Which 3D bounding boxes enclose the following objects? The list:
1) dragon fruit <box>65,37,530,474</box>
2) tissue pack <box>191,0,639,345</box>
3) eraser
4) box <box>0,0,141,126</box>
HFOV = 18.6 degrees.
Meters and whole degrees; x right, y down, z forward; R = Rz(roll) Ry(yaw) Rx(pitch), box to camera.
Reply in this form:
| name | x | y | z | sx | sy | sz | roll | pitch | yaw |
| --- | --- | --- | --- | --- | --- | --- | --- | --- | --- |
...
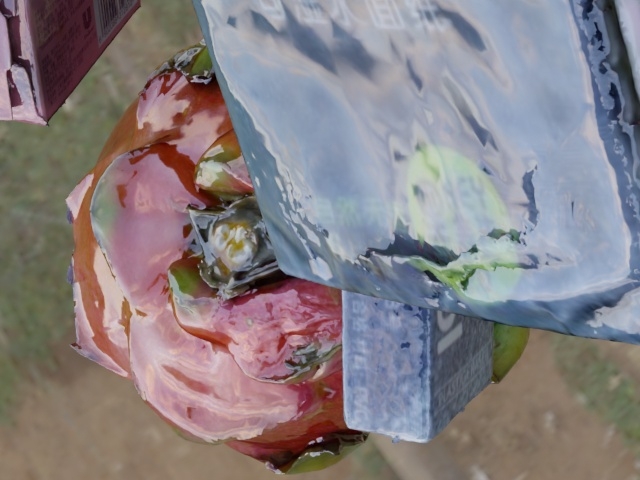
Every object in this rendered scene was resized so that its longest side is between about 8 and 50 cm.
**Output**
| name | x | y | z | sx | sy | sz | roll | pitch | yaw |
| --- | --- | --- | --- | --- | --- | --- | --- | --- | --- |
| dragon fruit | 0.000 | 0.000 | 1.240 | 0.226 | 0.305 | 0.305 | -12 | 103 | 66 |
| tissue pack | 0.026 | -0.094 | 0.502 | 0.173 | 0.073 | 0.235 | 14 | 128 | 51 |
| eraser | 0.046 | -0.023 | 0.889 | 0.046 | 0.092 | 0.212 | 6 | 107 | 23 |
| box | -0.154 | -0.146 | 1.071 | 0.060 | 0.156 | 0.111 | 8 | 124 | 14 |
